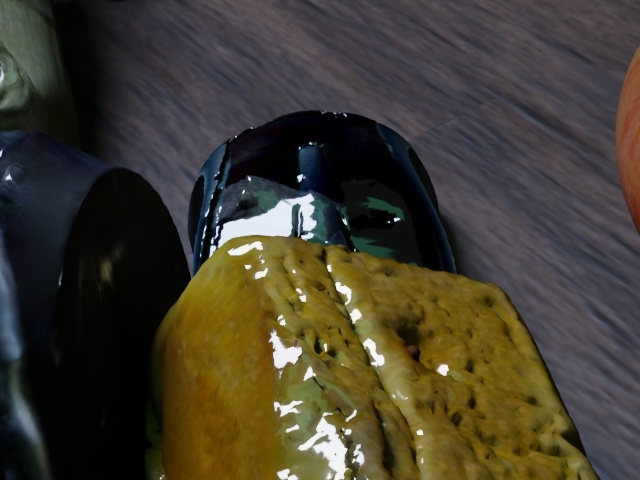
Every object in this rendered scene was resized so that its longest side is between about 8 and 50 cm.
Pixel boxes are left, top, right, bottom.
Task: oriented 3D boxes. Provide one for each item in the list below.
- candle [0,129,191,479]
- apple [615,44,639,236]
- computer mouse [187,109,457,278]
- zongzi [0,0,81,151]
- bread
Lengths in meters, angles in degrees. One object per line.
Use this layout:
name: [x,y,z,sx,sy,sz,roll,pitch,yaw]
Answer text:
candle: [-0.234,0.076,0.649,0.342,0.221,0.221,-8,38,9]
apple: [0.239,-0.042,0.696,0.209,0.164,0.209,-17,41,16]
computer mouse: [0.000,0.000,0.776,0.137,0.096,0.233,-13,37,-1]
zongzi: [-0.355,-0.148,0.966,0.393,0.174,0.356,-14,56,7]
bread: [0.034,0.129,0.545,0.132,0.167,0.294,-50,34,25]
